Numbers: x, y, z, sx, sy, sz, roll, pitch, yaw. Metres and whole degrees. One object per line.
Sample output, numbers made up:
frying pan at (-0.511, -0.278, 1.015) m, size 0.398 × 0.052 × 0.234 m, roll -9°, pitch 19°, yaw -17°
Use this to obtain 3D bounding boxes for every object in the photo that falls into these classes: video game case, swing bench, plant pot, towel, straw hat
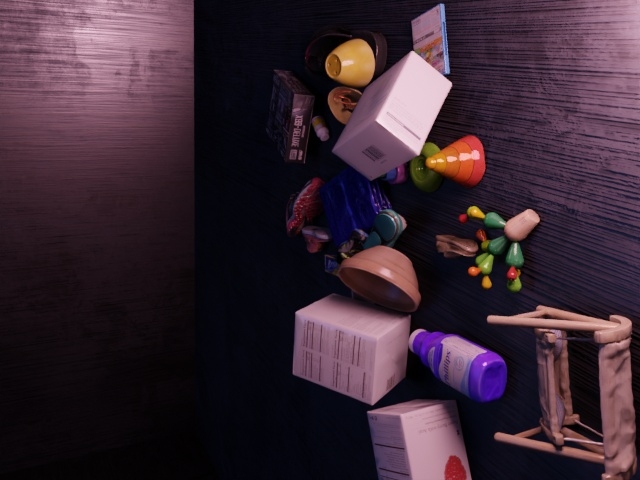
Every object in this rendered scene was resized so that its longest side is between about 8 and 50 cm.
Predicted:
video game case at (0.270, -0.480, 1.487) m, size 0.119 × 0.015 × 0.167 m, roll -3°, pitch 92°, yaw 63°
swing bench at (0.459, 0.264, 1.099) m, size 0.254 × 0.165 × 0.254 m, roll 2°, pitch 96°, yaw 58°
plant pot at (0.172, 0.090, 1.626) m, size 0.110 × 0.237 × 0.237 m, roll -62°, pitch 19°, yaw -20°
towel at (0.096, -0.121, 1.833) m, size 0.308 × 0.076 × 0.228 m, roll -36°, pitch 62°, yaw 60°
plant pot at (0.070, -0.488, 1.672) m, size 0.134 × 0.095 × 0.134 m, roll 22°, pitch 120°, yaw 44°
straw hat at (0.097, -0.412, 1.781) m, size 0.144 × 0.144 × 0.061 m, roll -51°, pitch 11°, yaw 54°

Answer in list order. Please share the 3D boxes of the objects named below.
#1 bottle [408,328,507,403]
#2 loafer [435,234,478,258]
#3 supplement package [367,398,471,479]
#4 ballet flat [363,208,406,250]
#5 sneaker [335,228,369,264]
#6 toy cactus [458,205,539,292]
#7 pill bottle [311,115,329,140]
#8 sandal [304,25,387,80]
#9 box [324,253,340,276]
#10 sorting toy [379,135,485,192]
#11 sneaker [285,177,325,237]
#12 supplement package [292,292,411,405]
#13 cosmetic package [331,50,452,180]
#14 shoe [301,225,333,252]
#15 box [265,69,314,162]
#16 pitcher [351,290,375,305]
bottle at (0.319, 0.286, 1.447) m, size 0.282 × 0.092 × 0.118 m, roll 23°, pitch 116°, yaw 60°
loafer at (0.325, 0.020, 1.434) m, size 0.148 × 0.056 × 0.050 m, roll -148°, pitch 56°, yaw -70°
supplement package at (0.257, 0.567, 1.529) m, size 0.175 × 0.177 × 0.293 m, roll -26°, pitch 72°, yaw 61°
ballet flat at (0.186, -0.030, 1.647) m, size 0.083 × 0.087 × 0.247 m, roll 55°, pitch 157°, yaw 14°
sneaker at (0.097, 0.024, 1.808) m, size 0.078 × 0.067 × 0.188 m, roll -61°, pitch 8°, yaw -30°
toy cactus at (0.381, -0.004, 1.282) m, size 0.180 × 0.112 × 0.219 m, roll -50°, pitch 42°, yaw 42°
pill bottle at (0.002, -0.373, 2.008) m, size 0.043 × 0.043 × 0.083 m, roll -60°, pitch 44°, yaw 49°
sandal at (0.039, -0.572, 1.825) m, size 0.445 × 0.106 × 0.168 m, roll 24°, pitch 116°, yaw 59°
box at (0.075, 0.084, 1.937) m, size 0.169 × 0.054 × 0.059 m, roll 17°, pitch 111°, yaw 61°
sorting toy at (0.237, -0.181, 1.489) m, size 0.365 × 0.126 × 0.127 m, roll 2°, pitch 97°, yaw 62°
sneaker at (-0.066, -0.126, 2.105) m, size 0.299 × 0.120 × 0.112 m, roll 125°, pitch 135°, yaw -53°
supplement package at (0.086, 0.294, 1.685) m, size 0.262 × 0.199 × 0.198 m, roll 13°, pitch 109°, yaw 32°
cosmetic package at (0.171, -0.299, 1.474) m, size 0.225 × 0.138 × 0.224 m, roll -62°, pitch 17°, yaw -23°
shoe at (0.000, 0.000, 2.071) m, size 0.178 × 0.063 × 0.081 m, roll 13°, pitch 121°, yaw 57°
box at (-0.115, -0.446, 2.141) m, size 0.307 × 0.076 × 0.243 m, roll -121°, pitch 36°, yaw -55°
pitcher at (0.103, 0.264, 1.854) m, size 0.207 × 0.125 × 0.178 m, roll -53°, pitch 55°, yaw 37°
